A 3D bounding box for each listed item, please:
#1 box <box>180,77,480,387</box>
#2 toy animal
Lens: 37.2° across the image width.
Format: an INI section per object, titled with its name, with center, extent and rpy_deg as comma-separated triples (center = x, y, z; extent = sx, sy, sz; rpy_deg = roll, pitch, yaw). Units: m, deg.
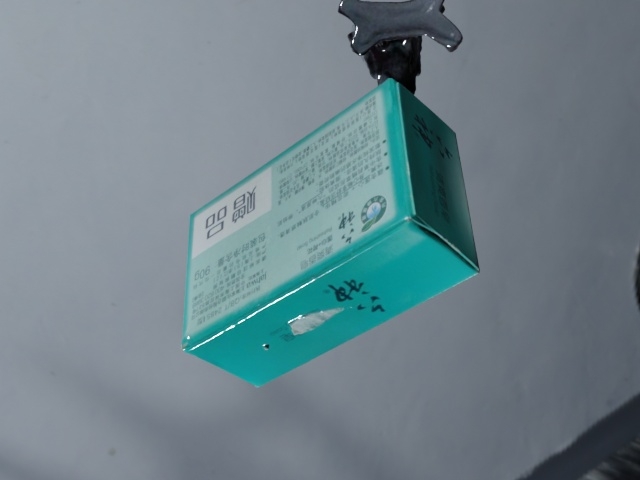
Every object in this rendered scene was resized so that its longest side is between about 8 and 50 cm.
[box]
center = 0.000, 0.000, 0.785
extent = 0.092, 0.245, 0.153
rpy_deg = 34, 39, -36
[toy animal]
center = 0.088, -0.215, 1.080
extent = 0.121, 0.210, 0.117
rpy_deg = -12, 94, 2
